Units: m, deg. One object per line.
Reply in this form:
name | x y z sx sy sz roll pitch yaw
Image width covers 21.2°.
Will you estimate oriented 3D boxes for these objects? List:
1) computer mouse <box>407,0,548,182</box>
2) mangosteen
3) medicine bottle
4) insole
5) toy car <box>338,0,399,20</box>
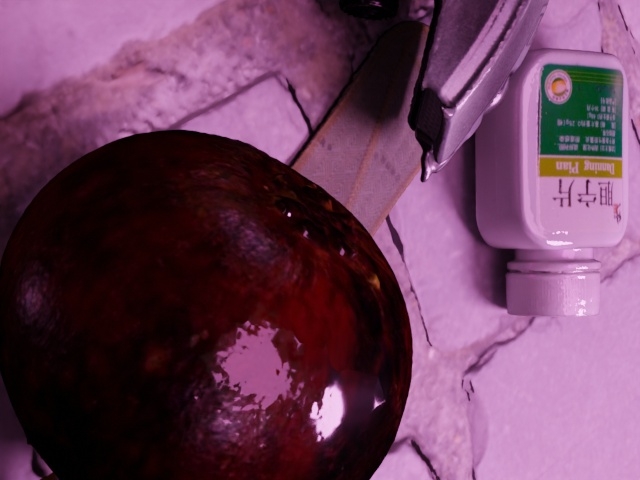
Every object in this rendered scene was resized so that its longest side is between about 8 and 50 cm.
computer mouse | 0.107 -0.145 1.085 0.071 0.126 0.231 14 78 1
mangosteen | -0.080 0.078 0.911 0.235 0.235 0.261 27 113 -38
medicine bottle | 0.162 -0.040 1.192 0.119 0.069 0.183 -1 92 -43
insole | 0.000 0.000 1.091 0.119 0.009 0.348 47 62 -30
toy car | 0.047 -0.223 1.080 0.070 0.080 0.170 14 87 -9
